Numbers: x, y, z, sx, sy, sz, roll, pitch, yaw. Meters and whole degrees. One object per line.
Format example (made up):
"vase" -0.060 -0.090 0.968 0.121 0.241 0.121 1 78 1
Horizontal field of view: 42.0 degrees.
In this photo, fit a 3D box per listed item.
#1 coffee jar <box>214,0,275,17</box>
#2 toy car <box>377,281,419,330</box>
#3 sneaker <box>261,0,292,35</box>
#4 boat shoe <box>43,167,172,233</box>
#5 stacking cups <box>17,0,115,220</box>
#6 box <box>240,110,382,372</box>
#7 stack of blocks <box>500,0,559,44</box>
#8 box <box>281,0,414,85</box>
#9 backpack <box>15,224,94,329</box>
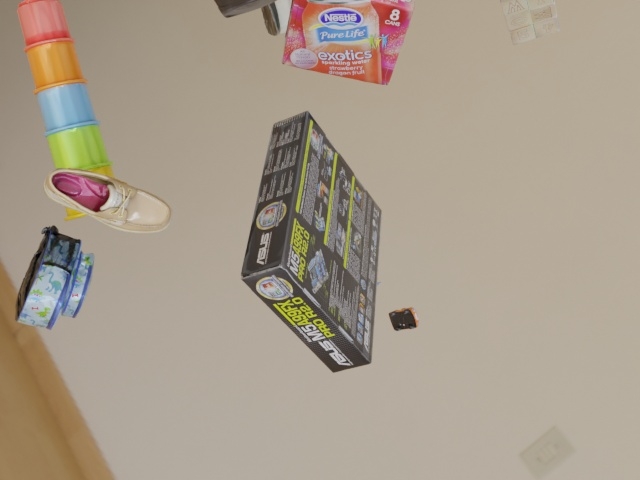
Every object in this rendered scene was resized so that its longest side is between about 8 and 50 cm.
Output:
"coffee jar" -0.105 -0.354 0.951 0.184 0.096 0.079 66 26 -22
"toy car" 0.127 0.096 1.400 0.040 0.060 0.122 -23 77 -41
"sneaker" -0.002 -0.426 1.252 0.410 0.182 0.158 -93 174 -53
"boat shoe" -0.273 -0.051 1.076 0.170 0.063 0.059 16 -7 -14
"stacking cups" -0.372 -0.190 1.208 0.096 0.096 0.316 -84 159 -82
"box" 0.000 0.000 1.078 0.216 0.060 0.270 49 35 -38
"stack of blocks" 0.325 -0.491 1.400 0.297 0.087 0.171 46 34 -59
"box" 0.040 -0.319 0.958 0.123 0.128 0.257 109 -9 -55
"backpack" -0.348 0.059 1.096 0.084 0.105 0.114 22 55 -16
